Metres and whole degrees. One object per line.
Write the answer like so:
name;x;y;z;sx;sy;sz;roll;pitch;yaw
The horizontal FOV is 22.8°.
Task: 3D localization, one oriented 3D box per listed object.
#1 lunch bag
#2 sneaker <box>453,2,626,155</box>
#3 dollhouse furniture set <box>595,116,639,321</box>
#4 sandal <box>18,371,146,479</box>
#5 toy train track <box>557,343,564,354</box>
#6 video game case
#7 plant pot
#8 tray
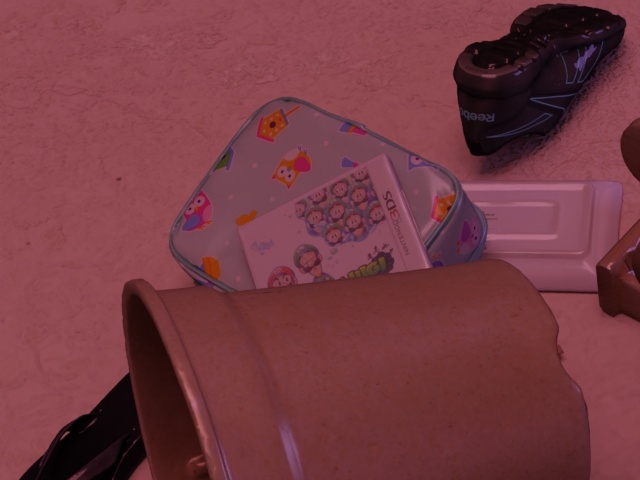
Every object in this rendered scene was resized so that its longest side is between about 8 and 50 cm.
lunch bag;0.000;0.000;1.511;0.279;0.108;0.224;28;82;37
sneaker;0.225;-0.174;1.654;0.101;0.106;0.267;22;36;37
dollhouse furniture set;0.373;-0.071;1.305;0.256;0.394;0.362;28;60;34
sandal;-0.211;0.193;1.445;0.097;0.054;0.254;19;55;29
toy train track;0.205;0.122;1.435;0.048;0.014;0.083;-19;51;-13
video game case;0.013;0.014;1.417;0.157;0.019;0.143;-27;59;12
plant pot;0.034;0.156;1.265;0.305;0.334;0.334;-15;45;-14
tray;0.157;-0.014;1.562;0.270;0.030;0.145;0;49;15
